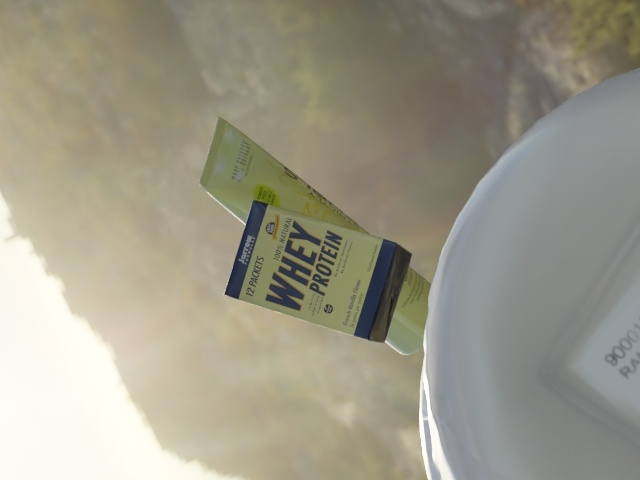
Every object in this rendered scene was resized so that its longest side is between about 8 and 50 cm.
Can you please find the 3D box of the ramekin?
[{"bbox_3d":[0.172,0.056,0.755,0.277,0.277,0.135,61,-179,19],"label":"ramekin"}]

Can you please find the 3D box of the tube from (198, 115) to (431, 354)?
[{"bbox_3d":[0.000,0.000,1.431,0.240,0.062,0.070,39,172,-20],"label":"tube"}]

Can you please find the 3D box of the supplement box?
[{"bbox_3d":[0.000,0.019,1.004,0.083,0.083,0.056,30,-103,-80],"label":"supplement box"}]
